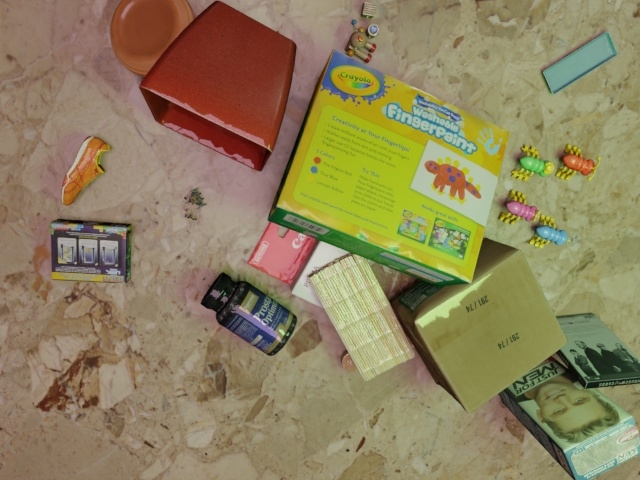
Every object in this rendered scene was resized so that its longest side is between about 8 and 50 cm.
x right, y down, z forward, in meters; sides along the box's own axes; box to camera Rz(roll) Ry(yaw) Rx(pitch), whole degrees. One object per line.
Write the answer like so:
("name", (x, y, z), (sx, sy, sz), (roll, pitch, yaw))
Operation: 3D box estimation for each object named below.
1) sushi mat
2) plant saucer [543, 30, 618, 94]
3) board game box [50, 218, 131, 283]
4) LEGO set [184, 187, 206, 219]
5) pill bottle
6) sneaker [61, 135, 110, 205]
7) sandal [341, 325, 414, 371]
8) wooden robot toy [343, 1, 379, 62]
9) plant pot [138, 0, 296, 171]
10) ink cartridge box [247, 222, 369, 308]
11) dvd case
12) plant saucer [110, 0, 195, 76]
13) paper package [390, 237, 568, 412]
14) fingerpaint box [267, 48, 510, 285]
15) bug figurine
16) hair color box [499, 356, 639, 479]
("sushi mat", (0.105, 0.187, 1.190), (0.151, 0.019, 0.317), (-28, 100, 0))
("plant saucer", (0.647, -0.443, 1.201), (0.192, 0.018, 0.067), (-32, 103, 0))
("board game box", (-0.543, 0.026, 1.141), (0.170, 0.048, 0.141), (5, 103, -8))
("LEGO set", (-0.306, -0.091, 1.162), (0.054, 0.023, 0.083), (35, 109, -10))
("pill bottle", (-0.177, 0.177, 1.176), (0.219, 0.123, 0.123), (36, 95, -13))
("sneaker", (-0.540, -0.152, 1.099), (0.067, 0.064, 0.175), (29, 100, -21))
("sandal", (0.173, 0.296, 1.263), (0.239, 0.079, 0.088), (-22, 103, -2))
("wooden robot toy", (0.097, -0.460, 1.101), (0.076, 0.079, 0.173), (23, 98, -10))
("plant pot", (-0.188, -0.326, 1.018), (0.267, 0.267, 0.236), (25, 84, -11))
("ink cartridge box", (0.000, 0.000, 1.191), (0.261, 0.066, 0.296), (28, 97, -12))
("dvd case", (0.698, 0.279, 1.243), (0.179, 0.239, 0.030), (-4, 119, -6))
("plant saucer", (-0.368, -0.457, 1.035), (0.199, 0.037, 0.200), (0, 90, 11))
("paper package", (0.396, 0.205, 1.210), (0.324, 0.168, 0.310), (-33, 103, -6))
("fingerpaint box", (0.153, -0.146, 1.076), (0.444, 0.163, 0.371), (20, 78, -11))
("bug figurine", (0.586, -0.118, 1.232), (0.216, 0.072, 0.279), (14, 100, -9))
("hair color box", (0.597, 0.421, 1.201), (0.173, 0.347, 0.105), (-27, 103, -1))
